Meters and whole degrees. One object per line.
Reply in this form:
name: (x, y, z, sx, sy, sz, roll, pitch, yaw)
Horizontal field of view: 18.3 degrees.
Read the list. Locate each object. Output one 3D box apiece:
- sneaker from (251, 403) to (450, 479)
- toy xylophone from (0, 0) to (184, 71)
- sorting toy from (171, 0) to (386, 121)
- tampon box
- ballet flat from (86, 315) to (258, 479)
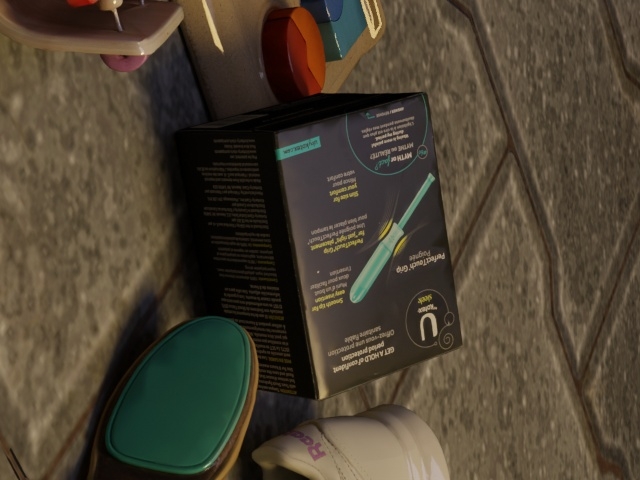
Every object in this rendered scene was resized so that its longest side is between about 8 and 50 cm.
sneaker: (0.004, 0.257, 1.236, 0.152, 0.114, 0.305, 0, 86, -44)
toy xylophone: (-0.148, -0.226, 0.945, 0.236, 0.081, 0.323, -81, 160, -66)
sorting toy: (-0.036, -0.218, 1.262, 0.229, 0.041, 0.307, -54, 133, -52)
tampon box: (0.000, 0.000, 1.196, 0.120, 0.101, 0.161, -17, 104, -36)
ballet flat: (-0.095, 0.143, 1.086, 0.073, 0.080, 0.232, 98, 13, -50)
